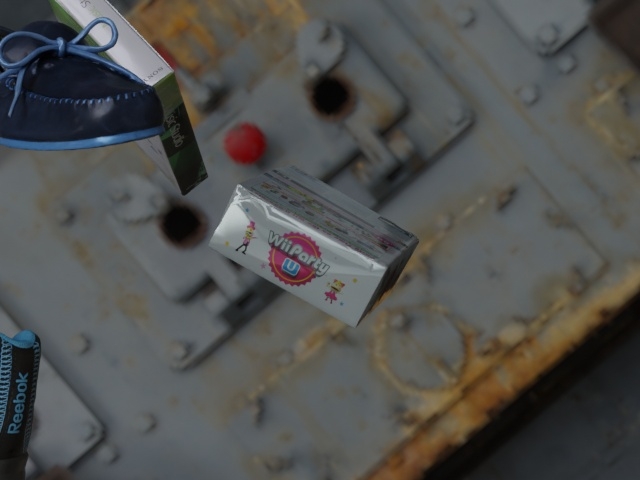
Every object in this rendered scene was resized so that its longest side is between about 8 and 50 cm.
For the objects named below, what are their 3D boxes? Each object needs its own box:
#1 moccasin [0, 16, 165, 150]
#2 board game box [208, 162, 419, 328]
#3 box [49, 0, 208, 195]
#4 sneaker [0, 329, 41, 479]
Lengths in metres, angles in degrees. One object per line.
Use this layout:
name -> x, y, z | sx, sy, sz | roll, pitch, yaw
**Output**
moccasin -> -0.271, -0.152, 1.409 | 0.138, 0.116, 0.342 | -12, 16, -40
board game box -> 0.000, 0.000, 2.018 | 0.097, 0.224, 0.303 | -62, -7, 11
box -> -0.270, -0.220, 2.110 | 0.058, 0.232, 0.322 | -40, -20, -11
sneaker -> -0.332, 0.080, 1.134 | 0.125, 0.341, 0.139 | 2, -73, -57
